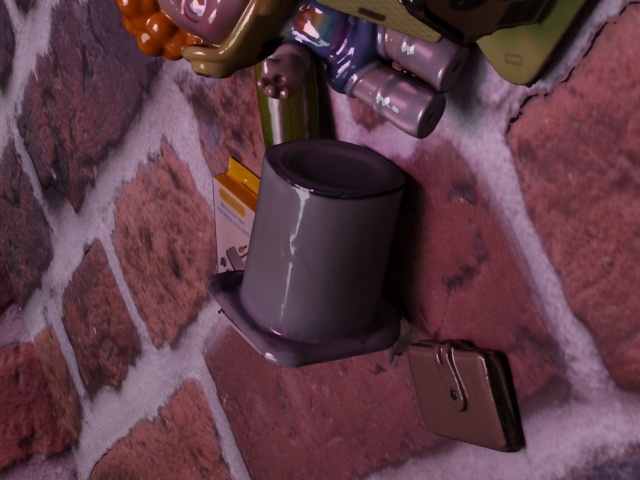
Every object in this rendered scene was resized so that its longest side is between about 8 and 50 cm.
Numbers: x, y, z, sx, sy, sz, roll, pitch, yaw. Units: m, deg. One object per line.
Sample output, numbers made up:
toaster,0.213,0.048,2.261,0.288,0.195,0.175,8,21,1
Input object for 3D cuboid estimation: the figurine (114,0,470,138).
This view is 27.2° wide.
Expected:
figurine,-0.037,-0.217,1.299,0.382,0.205,0.224,46,111,14

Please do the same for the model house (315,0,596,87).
model house,0.056,-0.227,1.049,0.205,0.278,0.218,62,151,24

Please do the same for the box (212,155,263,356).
box,-0.101,0.022,1.772,0.129,0.033,0.247,39,138,50

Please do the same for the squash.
squash,-0.039,-0.197,1.476,0.080,0.071,0.319,17,114,54

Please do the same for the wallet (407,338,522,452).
wallet,0.144,0.158,1.370,0.152,0.038,0.118,0,107,64

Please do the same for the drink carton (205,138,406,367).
drink carton,0.000,0.000,1.417,0.185,0.191,0.190,40,129,50
